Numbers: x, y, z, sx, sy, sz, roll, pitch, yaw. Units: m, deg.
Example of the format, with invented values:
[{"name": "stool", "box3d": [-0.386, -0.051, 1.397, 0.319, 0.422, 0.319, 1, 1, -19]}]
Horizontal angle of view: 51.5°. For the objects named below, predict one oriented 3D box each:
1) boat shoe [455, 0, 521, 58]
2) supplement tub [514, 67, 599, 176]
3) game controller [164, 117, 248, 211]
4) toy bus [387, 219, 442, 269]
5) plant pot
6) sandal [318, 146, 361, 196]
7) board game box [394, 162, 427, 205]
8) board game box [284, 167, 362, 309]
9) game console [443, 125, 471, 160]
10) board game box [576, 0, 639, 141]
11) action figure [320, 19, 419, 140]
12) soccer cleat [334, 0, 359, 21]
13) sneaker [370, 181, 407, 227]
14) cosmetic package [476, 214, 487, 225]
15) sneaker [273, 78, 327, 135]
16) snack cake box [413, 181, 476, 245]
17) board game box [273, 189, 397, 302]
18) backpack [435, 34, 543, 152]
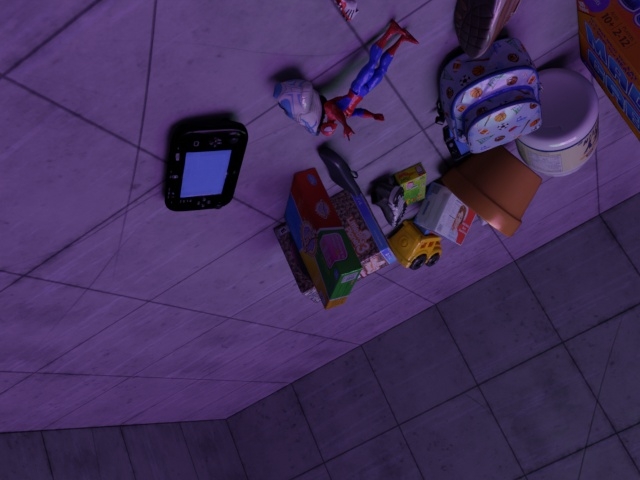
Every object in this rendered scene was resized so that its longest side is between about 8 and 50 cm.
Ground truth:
[{"name": "boat shoe", "box3d": [0.367, -0.499, 1.350, 0.116, 0.123, 0.324, -22, 160, -14]}, {"name": "supplement tub", "box3d": [0.677, -0.327, 1.915, 0.235, 0.236, 0.325, -31, 158, 13]}, {"name": "game controller", "box3d": [-0.265, -0.161, 1.505, 0.166, 0.067, 0.319, -15, 156, -24]}, {"name": "toy bus", "box3d": [0.381, -0.018, 2.456, 0.220, 0.149, 0.211, -6, 136, -44]}, {"name": "plant pot", "box3d": [0.559, -0.179, 2.102, 0.203, 0.291, 0.290, -51, 151, 17]}, {"name": "sandal", "box3d": [0.067, -0.185, 1.784, 0.054, 0.097, 0.254, -52, 160, -6]}, {"name": "board game box", "box3d": [0.284, -0.171, 2.102, 0.092, 0.043, 0.181, -24, 158, -2]}, {"name": "board game box", "box3d": [0.000, 0.000, 1.817, 0.064, 0.317, 0.242, -17, 156, -19]}, {"name": "game console", "box3d": [0.425, -0.303, 1.923, 0.122, 0.107, 0.071, -26, -173, 4]}, {"name": "board game box", "box3d": [0.882, -0.484, 1.609, 0.356, 0.356, 0.356, -31, 157, 14]}, {"name": "action figure", "box3d": [0.109, -0.310, 1.412, 0.280, 0.139, 0.091, -46, 149, 23]}, {"name": "soccer cleat", "box3d": [0.051, -0.446, 1.252, 0.035, 0.029, 0.083, -38, 160, 7]}, {"name": "sneaker", "box3d": [0.209, -0.120, 2.074, 0.078, 0.106, 0.234, -58, 161, -15]}, {"name": "cosmetic package", "box3d": [0.612, -0.150, 2.430, 0.060, 0.099, 0.239, -24, 158, -5]}, {"name": "sneaker", "box3d": [-0.039, -0.293, 1.453, 0.086, 0.085, 0.237, 14, 174, 14]}, {"name": "snack cake box", "box3d": [0.438, -0.088, 2.287, 0.264, 0.089, 0.152, 22, 93, -56]}, {"name": "board game box", "box3d": [0.045, 0.012, 2.007, 0.291, 0.232, 0.141, -29, 158, 7]}, {"name": "backpack", "box3d": [0.415, -0.358, 1.624, 0.276, 0.213, 0.263, -26, 148, 9]}]
